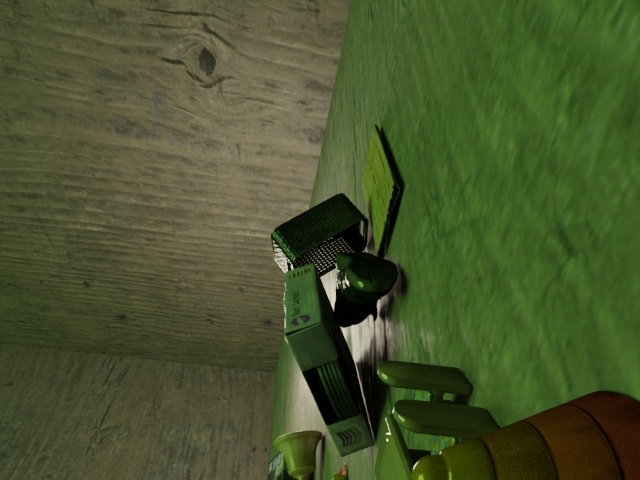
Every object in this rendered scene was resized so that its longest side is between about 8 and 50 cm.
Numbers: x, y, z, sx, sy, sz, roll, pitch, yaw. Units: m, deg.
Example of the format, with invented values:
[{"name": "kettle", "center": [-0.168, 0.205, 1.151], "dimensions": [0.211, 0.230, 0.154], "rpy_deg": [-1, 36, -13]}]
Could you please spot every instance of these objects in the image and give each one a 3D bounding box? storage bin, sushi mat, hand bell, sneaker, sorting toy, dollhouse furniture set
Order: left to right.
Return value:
[{"name": "hand bell", "center": [-0.036, 0.595, 1.271], "dimensions": [0.126, 0.126, 0.242], "rpy_deg": [107, 156, -53]}, {"name": "storage bin", "center": [0.000, 0.000, 1.076], "dimensions": [0.084, 0.180, 0.122], "rpy_deg": [49, 160, 30]}, {"name": "sneaker", "center": [0.074, 0.092, 0.888], "dimensions": [0.227, 0.087, 0.130], "rpy_deg": [-158, 66, -79]}, {"name": "sushi mat", "center": [0.113, -0.106, 1.042], "dimensions": [0.316, 0.019, 0.151], "rpy_deg": [-93, 12, -59]}, {"name": "dollhouse furniture set", "center": [0.059, 0.251, 0.468], "dimensions": [0.242, 0.161, 0.212], "rpy_deg": [-108, 27, -75]}, {"name": "sorting toy", "center": [0.117, 0.196, 0.193], "dimensions": [0.365, 0.126, 0.127], "rpy_deg": [-94, 14, -64]}]

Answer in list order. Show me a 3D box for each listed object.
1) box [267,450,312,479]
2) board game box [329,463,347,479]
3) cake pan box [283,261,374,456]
[{"name": "box", "center": [-0.101, 0.781, 1.509], "dimensions": [0.395, 0.097, 0.318], "rpy_deg": [112, 166, -60]}, {"name": "board game box", "center": [0.024, 0.560, 0.977], "dimensions": [0.124, 0.039, 0.259], "rpy_deg": [105, 173, -46]}, {"name": "cake pan box", "center": [0.008, 0.195, 0.921], "dimensions": [0.267, 0.070, 0.246], "rpy_deg": [-100, -13, -73]}]
